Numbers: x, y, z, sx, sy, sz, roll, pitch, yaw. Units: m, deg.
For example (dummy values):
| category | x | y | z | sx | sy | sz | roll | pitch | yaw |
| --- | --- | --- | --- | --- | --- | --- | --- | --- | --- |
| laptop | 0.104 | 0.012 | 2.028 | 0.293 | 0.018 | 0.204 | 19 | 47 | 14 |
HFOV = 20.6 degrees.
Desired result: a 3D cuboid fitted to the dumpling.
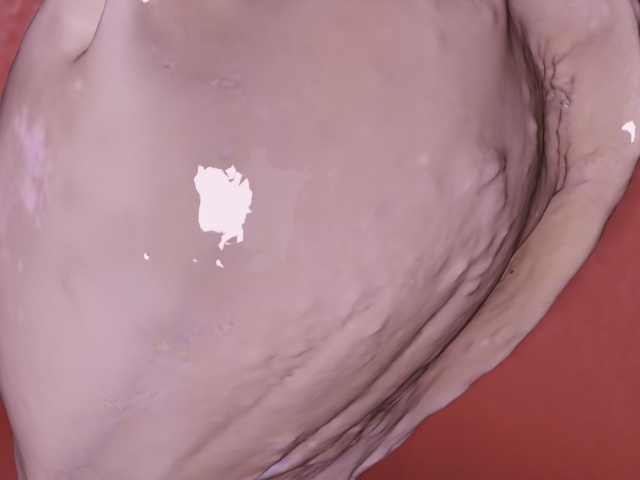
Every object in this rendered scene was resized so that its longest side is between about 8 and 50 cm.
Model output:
| category | x | y | z | sx | sy | sz | roll | pitch | yaw |
| --- | --- | --- | --- | --- | --- | --- | --- | --- | --- |
| dumpling | 0.000 | 0.000 | 0.480 | 0.179 | 0.131 | 0.252 | -1 | 116 | -32 |
